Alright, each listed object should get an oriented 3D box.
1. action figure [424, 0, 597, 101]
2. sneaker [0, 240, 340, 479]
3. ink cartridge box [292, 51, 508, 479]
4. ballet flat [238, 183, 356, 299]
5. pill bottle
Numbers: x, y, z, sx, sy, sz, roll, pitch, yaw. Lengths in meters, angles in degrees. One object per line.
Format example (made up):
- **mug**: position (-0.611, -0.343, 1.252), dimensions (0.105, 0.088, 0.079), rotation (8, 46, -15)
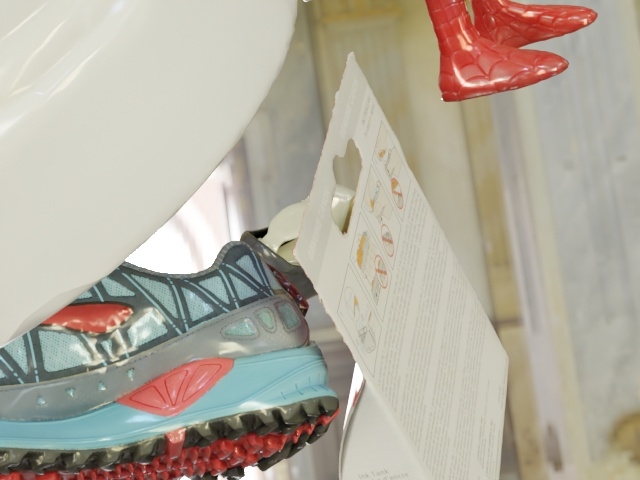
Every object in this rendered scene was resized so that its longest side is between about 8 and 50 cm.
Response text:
- **action figure**: position (0.063, -0.201, 0.565), dimensions (0.139, 0.280, 0.091), rotation (-15, 18, 23)
- **sneaker**: position (-0.129, 0.059, 0.787), dimensions (0.261, 0.125, 0.104), rotation (-5, -28, -23)
- **ink cartridge box**: position (0.030, 0.045, 0.873), dimensions (0.056, 0.225, 0.181), rotation (-18, 32, 23)
- **ballet flat**: position (0.000, 0.000, 1.158), dimensions (0.074, 0.074, 0.203), rotation (-13, 6, 34)
- **pill bottle**: position (-0.163, -0.147, 0.318), dimensions (0.210, 0.363, 0.210), rotation (-23, 34, 16)
